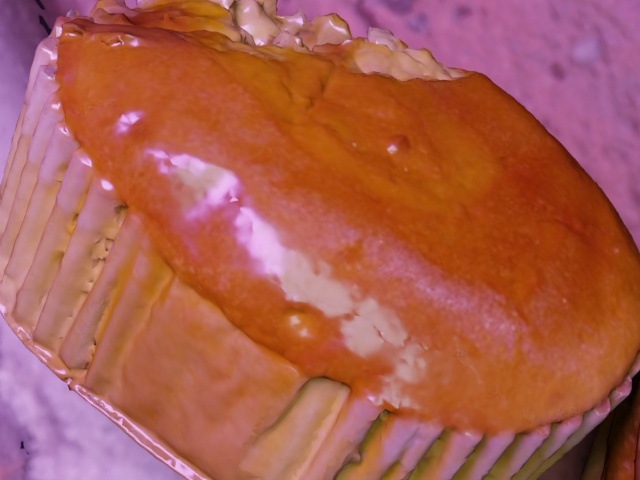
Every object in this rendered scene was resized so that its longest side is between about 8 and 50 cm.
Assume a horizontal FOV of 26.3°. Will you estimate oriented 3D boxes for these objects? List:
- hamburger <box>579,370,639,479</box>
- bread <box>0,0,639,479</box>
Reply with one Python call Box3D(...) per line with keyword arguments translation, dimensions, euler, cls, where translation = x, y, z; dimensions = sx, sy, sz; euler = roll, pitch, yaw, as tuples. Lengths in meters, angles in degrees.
Box3D(translation=(0.235, 0.148, 0.517), dimensions=(0.284, 0.174, 0.304), euler=(12, 84, 3), cls="hamburger")
Box3D(translation=(0.000, 0.000, 0.527), dimensions=(0.250, 0.133, 0.179), euler=(38, 46, 11), cls="bread")
